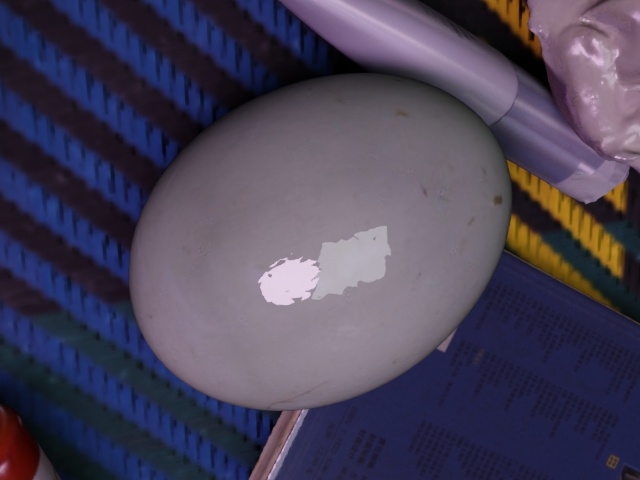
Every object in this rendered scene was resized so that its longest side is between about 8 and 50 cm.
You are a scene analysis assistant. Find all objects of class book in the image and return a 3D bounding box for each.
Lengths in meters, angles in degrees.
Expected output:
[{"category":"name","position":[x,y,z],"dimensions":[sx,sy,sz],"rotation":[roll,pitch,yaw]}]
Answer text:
[{"category":"book","position":[0.108,0.114,0.764],"dimensions":[0.269,0.025,0.191],"rotation":[27,89,-25]}]

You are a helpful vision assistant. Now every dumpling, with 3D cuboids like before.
[{"category":"dumpling","position":[0.178,-0.093,0.681],"dimensions":[0.127,0.108,0.188],"rotation":[-31,95,-32]}]

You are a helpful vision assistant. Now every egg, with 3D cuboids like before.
[{"category":"egg","position":[0.000,0.000,0.631],"dimensions":[0.192,0.149,0.149],"rotation":[-30,116,1]}]

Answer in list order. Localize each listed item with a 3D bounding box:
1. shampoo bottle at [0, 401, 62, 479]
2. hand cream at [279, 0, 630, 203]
[{"category":"shampoo bottle","position":[-0.168,0.154,0.650],"dimensions":[0.104,0.104,0.278],"rotation":[-30,116,-8]},{"category":"hand cream","position":[0.057,-0.092,0.670],"dimensions":[0.255,0.079,0.048],"rotation":[29,104,-30]}]
